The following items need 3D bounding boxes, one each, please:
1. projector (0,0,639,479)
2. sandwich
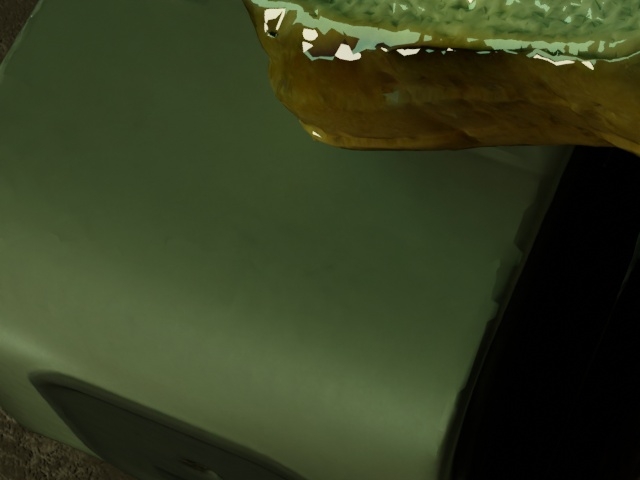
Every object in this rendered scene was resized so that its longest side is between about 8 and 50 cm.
[{"bbox_3d":[0.000,0.000,0.798,0.249,0.249,0.248,-63,-20,-19],"label":"projector"},{"bbox_3d":[0.107,-0.127,0.599,0.251,0.087,0.226,7,61,47],"label":"sandwich"}]
